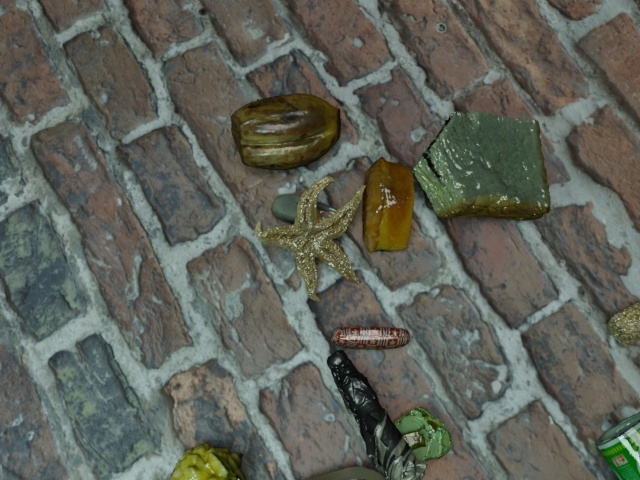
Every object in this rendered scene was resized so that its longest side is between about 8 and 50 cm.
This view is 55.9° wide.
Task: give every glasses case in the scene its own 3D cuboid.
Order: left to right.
[{"bbox_3d":[0.122,0.242,1.481,0.195,0.073,0.049,0,70,3],"label":"glasses case"}]

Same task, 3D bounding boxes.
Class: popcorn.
[{"bbox_3d":[-0.246,0.569,1.356,0.170,0.189,0.218,-27,75,-1],"label":"popcorn"}]

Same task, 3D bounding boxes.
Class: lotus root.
[{"bbox_3d":[-0.084,-0.278,1.569,0.291,0.193,0.193,-11,76,-4],"label":"lotus root"}]

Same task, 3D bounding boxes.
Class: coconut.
[{"bbox_3d":[0.233,0.464,1.428,0.158,0.055,0.133,-1,69,17],"label":"coconut"}]

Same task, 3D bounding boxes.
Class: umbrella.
[{"bbox_3d":[0.110,0.415,1.399,0.106,0.113,0.357,-28,60,-12],"label":"umbrella"}]

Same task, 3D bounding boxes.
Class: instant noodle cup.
[{"bbox_3d":[0.754,0.512,1.338,0.207,0.207,0.232,-32,69,-6],"label":"instant noodle cup"}]

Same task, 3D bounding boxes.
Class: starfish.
[{"bbox_3d":[-0.001,0.000,1.522,0.299,0.060,0.302,-20,103,-7],"label":"starfish"}]

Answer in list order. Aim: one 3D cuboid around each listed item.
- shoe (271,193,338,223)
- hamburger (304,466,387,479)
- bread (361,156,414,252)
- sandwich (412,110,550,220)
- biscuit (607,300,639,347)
[{"bbox_3d":[-0.033,-0.077,1.566,0.195,0.078,0.079,18,78,3],"label":"shoe"},{"bbox_3d":[0.045,0.638,1.353,0.295,0.151,0.227,-14,70,3],"label":"hamburger"},{"bbox_3d":[0.173,-0.104,1.535,0.129,0.134,0.260,3,76,2],"label":"bread"},{"bbox_3d":[0.400,-0.188,1.509,0.326,0.131,0.262,3,75,-14],"label":"sandwich"},{"bbox_3d":[0.784,0.189,1.468,0.169,0.082,0.070,-29,52,-4],"label":"biscuit"}]
